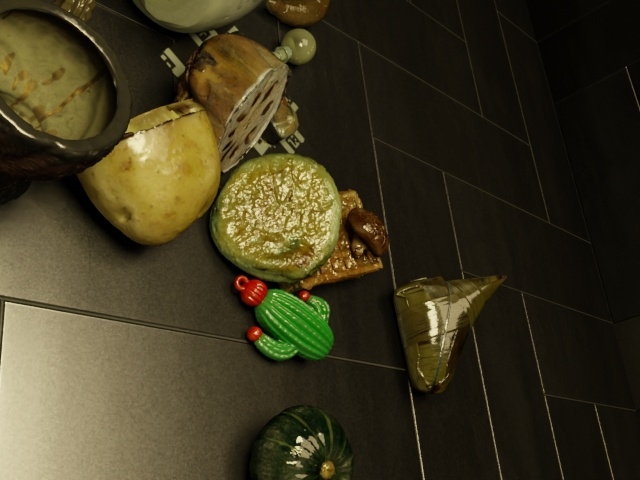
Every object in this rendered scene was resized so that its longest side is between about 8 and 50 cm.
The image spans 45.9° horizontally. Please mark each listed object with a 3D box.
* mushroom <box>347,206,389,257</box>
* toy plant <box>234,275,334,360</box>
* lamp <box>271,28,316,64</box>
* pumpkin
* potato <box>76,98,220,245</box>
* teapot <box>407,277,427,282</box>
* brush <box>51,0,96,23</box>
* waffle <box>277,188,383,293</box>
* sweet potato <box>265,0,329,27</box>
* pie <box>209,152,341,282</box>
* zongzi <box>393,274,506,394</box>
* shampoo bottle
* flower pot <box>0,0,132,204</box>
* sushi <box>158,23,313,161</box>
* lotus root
[{"bbox_3d":[0.108,-0.018,1.704,0.126,0.084,0.109,49,39,-32],"label":"mushroom"},{"bbox_3d":[-0.076,0.168,1.532,0.240,0.088,0.155,16,71,-32],"label":"toy plant"},{"bbox_3d":[-0.081,-0.476,1.897,0.163,0.091,0.091,-36,97,-43],"label":"lamp"},{"bbox_3d":[-0.035,0.410,1.387,0.211,0.152,0.212,-7,99,-47],"label":"pumpkin"},{"bbox_3d":[-0.292,-0.112,1.353,0.243,0.242,0.285,59,29,-6],"label":"potato"},{"bbox_3d":[0.255,0.143,1.953,0.067,0.057,0.083,-13,81,-14],"label":"teapot"},{"bbox_3d":[-0.484,-0.359,1.377,0.071,0.084,0.301,34,52,-34],"label":"brush"},{"bbox_3d":[0.001,0.000,1.710,0.308,0.091,0.213,-10,77,-51],"label":"waffle"},{"bbox_3d":[-0.037,-0.642,2.032,0.124,0.098,0.310,36,43,0],"label":"sweet potato"},{"bbox_3d":[-0.089,-0.049,1.543,0.276,0.078,0.277,2,74,-9],"label":"pie"},{"bbox_3d":[0.343,0.218,1.847,0.299,0.138,0.286,-9,73,-8],"label":"zongzi"},{"bbox_3d":[-0.255,-0.605,1.579,0.322,0.322,0.317,51,49,-15],"label":"shampoo bottle"},{"bbox_3d":[-0.465,-0.188,1.142,0.266,0.267,0.267,27,49,-36],"label":"flower pot"},{"bbox_3d":[-0.145,-0.357,1.738,0.373,0.100,0.296,51,40,-15],"label":"sushi"},{"bbox_3d":[-0.202,-0.288,1.537,0.192,0.272,0.272,37,41,-1],"label":"lotus root"}]
